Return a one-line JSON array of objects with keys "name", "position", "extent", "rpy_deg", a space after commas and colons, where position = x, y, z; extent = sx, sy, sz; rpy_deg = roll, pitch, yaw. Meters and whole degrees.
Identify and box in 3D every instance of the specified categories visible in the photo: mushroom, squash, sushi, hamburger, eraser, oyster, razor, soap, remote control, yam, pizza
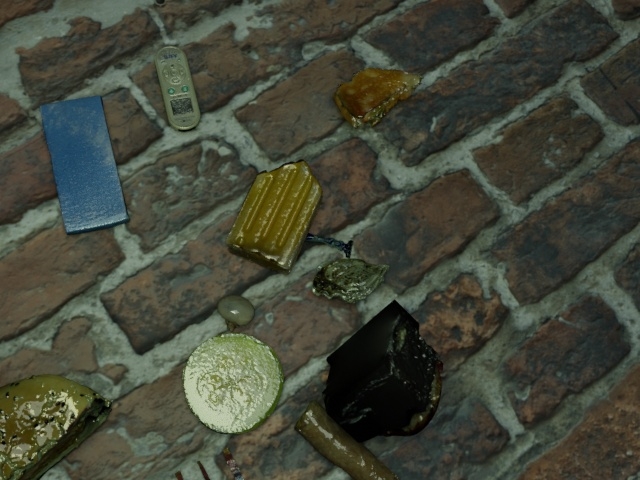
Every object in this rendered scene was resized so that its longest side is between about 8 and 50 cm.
[{"name": "mushroom", "position": [-0.191, 0.164, 1.552], "extent": [0.085, 0.085, 0.079], "rpy_deg": [22, 115, -3]}, {"name": "squash", "position": [-0.189, 0.306, 1.521], "extent": [0.219, 0.041, 0.219], "rpy_deg": [3, 74, -10]}, {"name": "sushi", "position": [0.151, 0.295, 1.479], "extent": [0.212, 0.227, 0.215], "rpy_deg": [43, 103, -13]}, {"name": "hamburger", "position": [-0.573, 0.362, 1.372], "extent": [0.192, 0.168, 0.288], "rpy_deg": [45, 73, 2]}, {"name": "eraser", "position": [-0.535, -0.172, 1.592], "extent": [0.144, 0.043, 0.312], "rpy_deg": [-14, 78, -14]}, {"name": "oyster", "position": [0.070, 0.092, 1.618], "extent": [0.177, 0.064, 0.125], "rpy_deg": [4, 59, 2]}, {"name": "razor", "position": [0.001, -0.001, 1.645], "extent": [0.154, 0.028, 0.044], "rpy_deg": [15, 73, -6]}, {"name": "soap", "position": [-0.094, -0.068, 1.611], "extent": [0.160, 0.080, 0.258], "rpy_deg": [22, 72, 6]}, {"name": "remote control", "position": [-0.342, -0.361, 1.678], "extent": [0.078, 0.042, 0.222], "rpy_deg": [-12, 78, -14]}, {"name": "yam", "position": [0.091, 0.489, 1.501], "extent": [0.356, 0.081, 0.081], "rpy_deg": [42, 72, 5]}, {"name": "pizza", "position": [0.136, -0.363, 1.753], "extent": [0.226, 0.069, 0.147], "rpy_deg": [-40, 63, -20]}]

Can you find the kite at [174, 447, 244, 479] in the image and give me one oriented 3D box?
[{"name": "kite", "position": [-0.172, 0.619, 1.449], "extent": [0.204, 0.022, 0.361], "rpy_deg": [-21, 83, -14]}]
